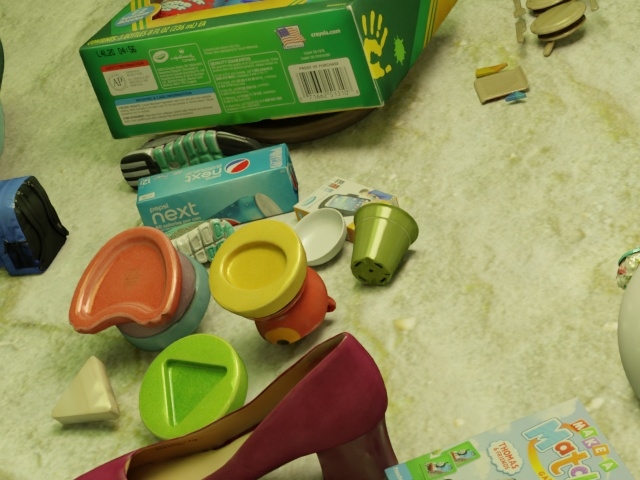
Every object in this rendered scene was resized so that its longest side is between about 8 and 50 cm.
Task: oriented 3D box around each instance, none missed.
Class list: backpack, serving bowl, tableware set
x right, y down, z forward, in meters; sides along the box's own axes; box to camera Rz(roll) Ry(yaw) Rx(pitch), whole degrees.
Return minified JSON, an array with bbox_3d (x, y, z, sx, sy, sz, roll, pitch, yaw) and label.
[{"bbox_3d":[-0.416,-0.023,2.173,0.101,0.120,0.098,-6,34,17],"label":"backpack"},{"bbox_3d":[0.000,0.000,2.015,0.083,0.027,0.083,-21,45,22],"label":"serving bowl"},{"bbox_3d":[0.355,-0.338,2.379,0.128,0.039,0.194,-22,24,15],"label":"tableware set"}]

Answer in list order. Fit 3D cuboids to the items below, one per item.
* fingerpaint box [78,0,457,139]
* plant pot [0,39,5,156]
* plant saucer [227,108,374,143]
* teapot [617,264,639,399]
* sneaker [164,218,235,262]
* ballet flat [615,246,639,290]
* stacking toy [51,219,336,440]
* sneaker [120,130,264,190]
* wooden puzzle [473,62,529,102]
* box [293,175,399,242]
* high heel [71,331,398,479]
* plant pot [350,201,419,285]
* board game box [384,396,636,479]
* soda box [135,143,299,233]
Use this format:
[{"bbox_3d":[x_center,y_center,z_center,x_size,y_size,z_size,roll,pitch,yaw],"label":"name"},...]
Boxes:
[{"bbox_3d":[-0.068,-0.324,2.343,0.444,0.163,0.371,-4,30,28],"label":"fingerpaint box"},{"bbox_3d":[-0.634,-0.235,2.446,0.341,0.341,0.334,-15,24,3],"label":"plant pot"},{"bbox_3d":[-0.017,-0.220,2.369,0.277,0.041,0.278,-13,32,8],"label":"plant saucer"},{"bbox_3d":[0.407,0.061,1.578,0.256,0.187,0.252,16,46,39],"label":"teapot"},{"bbox_3d":[-0.192,0.014,2.082,0.166,0.065,0.076,-17,15,-6],"label":"sneaker"},{"bbox_3d":[0.442,0.016,1.758,0.241,0.091,0.077,-24,62,-3],"label":"ballet flat"},{"bbox_3d":[-0.148,0.125,1.877,0.309,0.130,0.280,2,62,33],"label":"stacking toy"},{"bbox_3d":[-0.173,-0.130,2.266,0.223,0.083,0.098,-3,29,22],"label":"sneaker"},{"bbox_3d":[0.257,-0.220,2.264,0.078,0.014,0.116,-16,31,11],"label":"wooden puzzle"},{"bbox_3d":[0.029,-0.043,2.081,0.081,0.028,0.136,-37,39,-28],"label":"box"},{"bbox_3d":[-0.115,0.193,1.630,0.377,0.181,0.127,-14,31,5],"label":"high heel"},{"bbox_3d":[0.071,0.010,1.939,0.083,0.083,0.079,-1,47,24],"label":"plant pot"},{"bbox_3d":[0.185,0.243,1.545,0.211,0.039,0.160,-19,31,-6],"label":"board game box"},{"bbox_3d":[-0.137,-0.062,2.147,0.210,0.071,0.067,-13,32,7],"label":"soda box"}]
